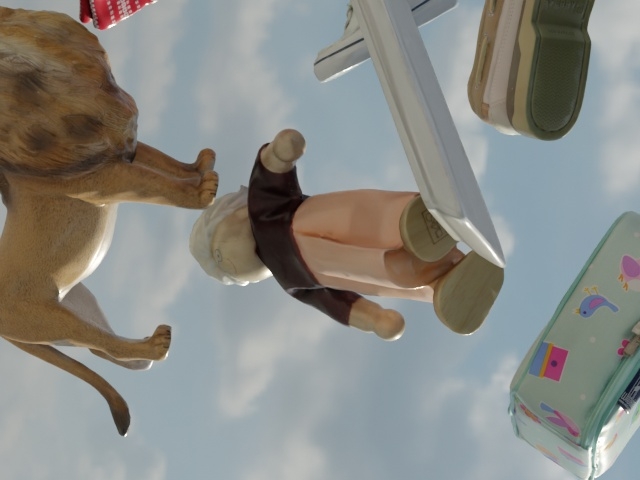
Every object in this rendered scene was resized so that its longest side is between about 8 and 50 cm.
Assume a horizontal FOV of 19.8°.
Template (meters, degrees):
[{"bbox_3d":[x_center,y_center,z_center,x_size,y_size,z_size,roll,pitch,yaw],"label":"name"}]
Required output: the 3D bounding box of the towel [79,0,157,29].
[{"bbox_3d":[-0.080,-0.292,1.554,0.031,0.274,0.199,52,-26,24],"label":"towel"}]

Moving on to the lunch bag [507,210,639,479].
[{"bbox_3d":[0.276,0.100,1.715,0.224,0.108,0.279,-53,164,-11],"label":"lunch bag"}]

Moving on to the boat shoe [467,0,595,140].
[{"bbox_3d":[0.200,-0.247,1.691,0.103,0.113,0.302,16,-87,49],"label":"boat shoe"}]

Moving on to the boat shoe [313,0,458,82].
[{"bbox_3d":[0.061,-0.253,2.094,0.083,0.226,0.076,-25,-83,50],"label":"boat shoe"}]

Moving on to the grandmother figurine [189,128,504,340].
[{"bbox_3d":[0.000,0.000,1.572,0.342,0.104,0.208,0,-68,54],"label":"grandmother figurine"}]

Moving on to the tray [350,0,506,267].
[{"bbox_3d":[0.069,-0.112,1.386,0.145,0.030,0.270,43,26,-66],"label":"tray"}]

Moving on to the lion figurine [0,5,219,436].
[{"bbox_3d":[-0.233,-0.010,1.642,0.142,0.240,0.392,-99,-156,-65],"label":"lion figurine"}]
